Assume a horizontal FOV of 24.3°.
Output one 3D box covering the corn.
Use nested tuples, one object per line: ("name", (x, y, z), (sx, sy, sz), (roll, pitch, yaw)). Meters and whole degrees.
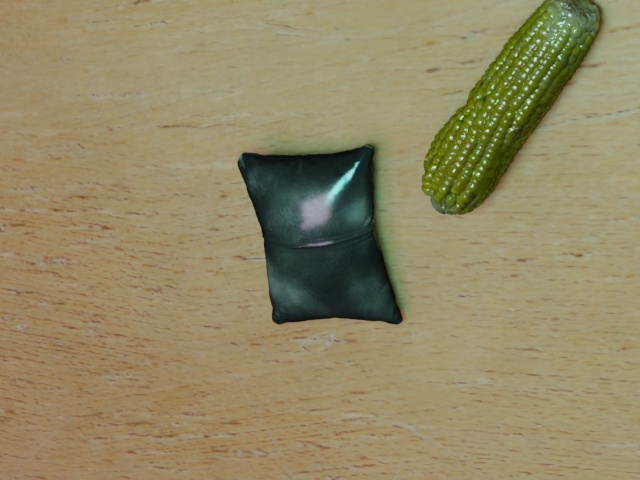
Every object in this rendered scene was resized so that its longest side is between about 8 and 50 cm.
("corn", (0.215, -0.153, 1.741), (0.097, 0.097, 0.320), (40, 122, 8))

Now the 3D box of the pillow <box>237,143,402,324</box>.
("pillow", (0.000, 0.000, 1.914), (0.186, 0.106, 0.250), (-3, 112, 22))
